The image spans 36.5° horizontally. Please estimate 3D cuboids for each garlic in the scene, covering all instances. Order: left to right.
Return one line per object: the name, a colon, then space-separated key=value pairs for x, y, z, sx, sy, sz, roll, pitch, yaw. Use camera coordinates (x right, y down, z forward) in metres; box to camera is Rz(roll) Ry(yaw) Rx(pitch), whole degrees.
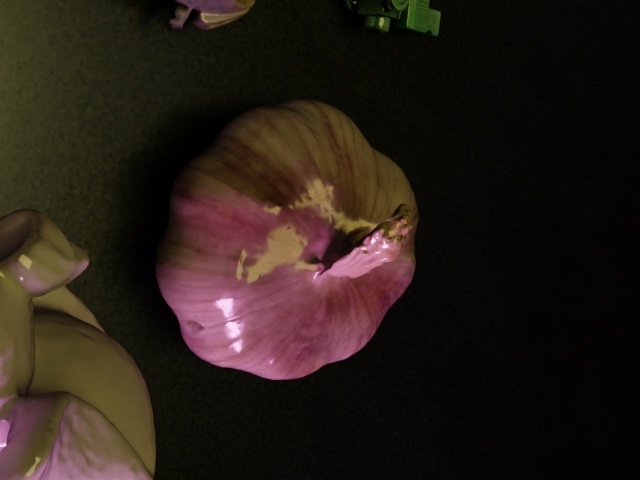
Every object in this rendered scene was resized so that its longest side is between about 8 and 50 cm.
garlic: x=0.000 y=0.000 z=0.794 sx=0.245 sy=0.253 sz=0.245 roll=-1 pitch=92 yaw=-33

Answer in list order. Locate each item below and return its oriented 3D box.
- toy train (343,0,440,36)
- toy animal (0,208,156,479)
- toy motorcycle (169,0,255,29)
toy train: x=0.078 y=-0.283 z=0.924 sx=0.105 sy=0.071 sz=0.178 roll=0 pitch=99 yaw=-48
toy animal: x=-0.208 y=0.108 z=0.657 sx=0.206 sy=0.271 sz=0.265 roll=-32 pitch=133 yaw=-4
toy motorcycle: x=-0.120 y=-0.228 z=0.746 sx=0.229 sy=0.130 sz=0.094 roll=14 pitch=65 yaw=-28
